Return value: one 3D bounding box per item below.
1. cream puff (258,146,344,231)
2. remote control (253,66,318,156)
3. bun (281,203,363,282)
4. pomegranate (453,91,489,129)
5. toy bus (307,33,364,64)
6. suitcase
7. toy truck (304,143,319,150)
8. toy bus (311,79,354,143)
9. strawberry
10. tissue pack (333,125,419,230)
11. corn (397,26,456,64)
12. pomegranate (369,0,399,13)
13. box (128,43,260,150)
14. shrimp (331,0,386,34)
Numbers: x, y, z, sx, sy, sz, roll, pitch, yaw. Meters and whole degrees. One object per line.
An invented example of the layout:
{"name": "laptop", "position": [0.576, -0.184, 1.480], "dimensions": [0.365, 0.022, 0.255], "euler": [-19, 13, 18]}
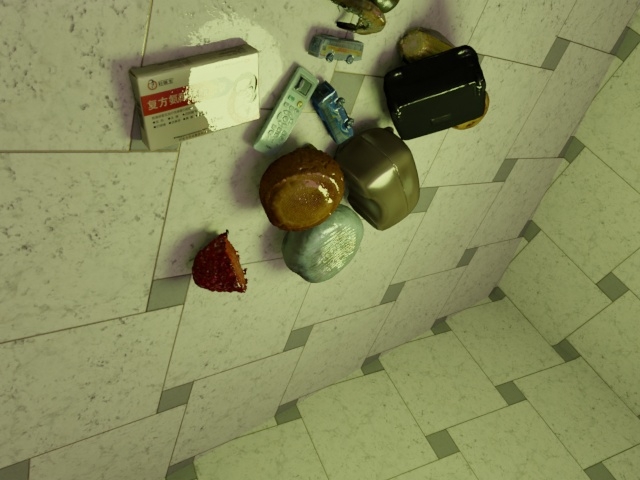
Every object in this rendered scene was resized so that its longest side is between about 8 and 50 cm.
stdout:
{"name": "cream puff", "position": [-0.066, -0.186, 1.793], "dimensions": [0.304, 0.212, 0.302], "euler": [-7, 130, -8]}
{"name": "remote control", "position": [-0.116, -0.410, 1.668], "dimensions": [0.103, 0.051, 0.293], "euler": [19, 107, -54]}
{"name": "bun", "position": [0.000, 0.000, 2.070], "dimensions": [0.362, 0.211, 0.361], "euler": [-28, 140, -27]}
{"name": "pomegranate", "position": [0.580, -0.563, 2.120], "dimensions": [0.216, 0.215, 0.215], "euler": [-28, 142, -24]}
{"name": "toy bus", "position": [0.052, -0.601, 1.636], "dimensions": [0.191, 0.064, 0.075], "euler": [-10, 127, -40]}
{"name": "suitcase", "position": [0.418, -0.516, 1.883], "dimensions": [0.346, 0.188, 0.339], "euler": [-17, 160, 13]}
{"name": "toy truck", "position": [-0.033, -0.304, 1.865], "dimensions": [0.054, 0.049, 0.083], "euler": [-34, 145, -15]}
{"name": "toy bus", "position": [0.045, -0.433, 1.786], "dimensions": [0.094, 0.079, 0.236], "euler": [-41, 145, -3]}
{"name": "strawberry", "position": [-0.362, 0.094, 1.806], "dimensions": [0.178, 0.233, 0.233], "euler": [-20, 143, -2]}
{"name": "tissue pack", "position": [0.239, -0.243, 2.017], "dimensions": [0.277, 0.267, 0.387], "euler": [-38, 144, -5]}
{"name": "corn", "position": [0.406, -0.676, 1.894], "dimensions": [0.305, 0.122, 0.123], "euler": [5, 158, -46]}
{"name": "pomegranate", "position": [0.172, -0.777, 1.539], "dimensions": [0.152, 0.131, 0.190], "euler": [8, 95, -40]}
{"name": "box", "position": [-0.333, -0.400, 1.442], "dimensions": [0.354, 0.069, 0.214], "euler": [-26, 141, -29]}
{"name": "shrimp", "position": [0.087, -0.671, 1.542], "dimensions": [0.150, 0.217, 0.051], "euler": [143, -31, -75]}
